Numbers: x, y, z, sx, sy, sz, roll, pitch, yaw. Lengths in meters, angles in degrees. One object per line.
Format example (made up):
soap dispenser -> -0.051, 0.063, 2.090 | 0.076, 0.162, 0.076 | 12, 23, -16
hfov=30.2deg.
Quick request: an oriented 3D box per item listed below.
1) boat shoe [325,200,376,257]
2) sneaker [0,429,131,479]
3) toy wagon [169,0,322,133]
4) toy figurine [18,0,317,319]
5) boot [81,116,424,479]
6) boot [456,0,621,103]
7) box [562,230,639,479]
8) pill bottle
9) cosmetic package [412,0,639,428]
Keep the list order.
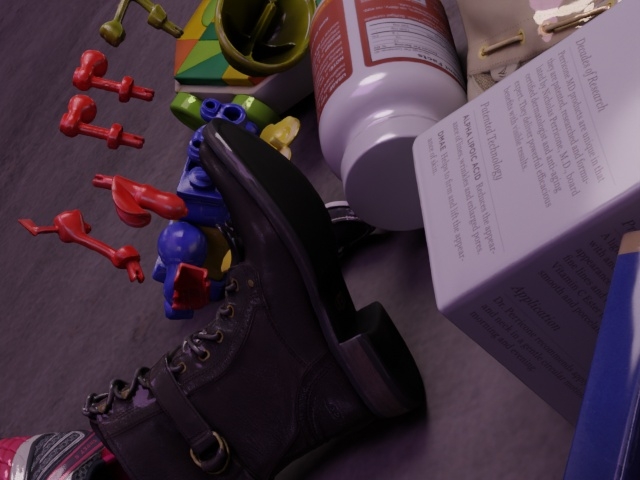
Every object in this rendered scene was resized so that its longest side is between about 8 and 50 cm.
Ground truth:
boat shoe -> 0.000, 0.000, 0.967 | 0.125, 0.046, 0.038 | -15, 46, 46
sneaker -> -0.201, 0.270, 0.886 | 0.112, 0.121, 0.299 | -9, 51, 5
toy wagon -> -0.018, -0.227, 1.195 | 0.344, 0.068, 0.267 | 11, 67, 54
toy figurine -> -0.122, -0.061, 1.055 | 0.217, 0.191, 0.363 | 104, 178, -55
boot -> -0.078, 0.074, 0.832 | 0.229, 0.263, 0.091 | -31, -2, 19
boot -> 0.188, -0.197, 0.812 | 0.262, 0.095, 0.204 | -27, 68, 46
box -> 0.165, 0.123, 0.558 | 0.036, 0.136, 0.225 | -10, 50, 44
pill bottle -> 0.055, -0.111, 0.941 | 0.121, 0.121, 0.216 | -34, 36, 24
cosmetic package -> 0.173, -0.017, 0.677 | 0.183, 0.151, 0.151 | -33, 36, 24
